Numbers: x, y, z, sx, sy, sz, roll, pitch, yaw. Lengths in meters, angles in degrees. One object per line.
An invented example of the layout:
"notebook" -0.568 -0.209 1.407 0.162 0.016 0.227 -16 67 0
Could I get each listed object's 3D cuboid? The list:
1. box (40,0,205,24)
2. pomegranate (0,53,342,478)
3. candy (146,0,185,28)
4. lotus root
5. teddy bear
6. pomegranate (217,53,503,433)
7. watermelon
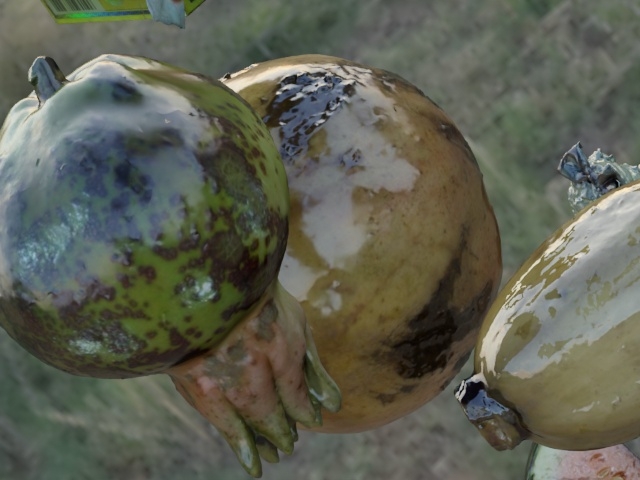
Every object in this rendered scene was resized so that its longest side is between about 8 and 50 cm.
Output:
"box" -0.126 -0.236 1.450 0.141 0.064 0.220 -44 28 -23
"pomegranate" -0.086 0.005 1.157 0.204 0.276 0.222 -61 3 24
"candy" -0.132 -0.230 0.859 0.059 0.292 0.086 -22 16 44
"lotus root" 0.207 0.049 1.185 0.257 0.154 0.140 -38 33 2
"teddy bear" 0.283 -0.026 1.771 0.111 0.213 0.133 -46 57 22
"pomegranate" 0.000 0.000 1.521 0.322 0.322 0.322 -30 35 23
"watermelon" 0.209 0.236 1.484 0.137 0.193 0.145 26 70 42
